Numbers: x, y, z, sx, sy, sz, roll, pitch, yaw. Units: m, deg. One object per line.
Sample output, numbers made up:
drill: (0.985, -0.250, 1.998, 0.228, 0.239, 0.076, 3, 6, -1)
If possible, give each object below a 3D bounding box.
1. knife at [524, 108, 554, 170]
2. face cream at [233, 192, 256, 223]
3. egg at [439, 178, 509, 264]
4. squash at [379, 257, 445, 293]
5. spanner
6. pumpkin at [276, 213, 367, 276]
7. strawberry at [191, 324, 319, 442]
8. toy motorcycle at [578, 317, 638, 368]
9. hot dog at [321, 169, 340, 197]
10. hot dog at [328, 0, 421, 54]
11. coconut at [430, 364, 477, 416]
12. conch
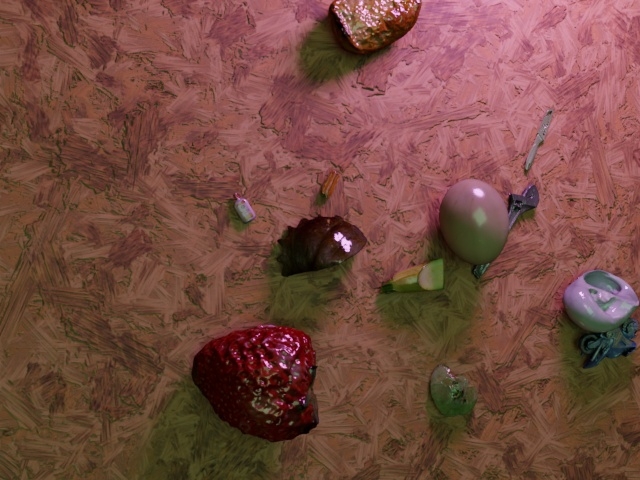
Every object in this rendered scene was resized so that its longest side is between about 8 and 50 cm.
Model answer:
knife: (0.648, -0.298, 1.922, 0.030, 0.014, 0.207, 24, 84, -8)
face cream: (-0.209, -0.088, 1.749, 0.040, 0.021, 0.083, -32, 94, -11)
egg: (0.423, -0.049, 1.788, 0.185, 0.186, 0.242, -13, 97, -11)
squash: (0.260, 0.112, 1.810, 0.200, 0.075, 0.090, -16, 118, -9)
spanner: (0.536, -0.029, 1.893, 0.093, 0.026, 0.326, 34, 85, -10)
pumpkin: (0.000, 0.000, 1.728, 0.253, 0.149, 0.131, -25, 102, -9)
strawberry: (-0.155, 0.354, 1.628, 0.309, 0.291, 0.292, 1, 89, -18)
toy motorcycle: (0.860, 0.305, 1.929, 0.205, 0.076, 0.114, -18, 100, -10)
hot dog: (0.026, -0.155, 1.797, 0.037, 0.021, 0.083, 33, 80, -30)
hot dog: (0.147, -0.614, 1.783, 0.259, 0.114, 0.175, -25, 89, -12)
coconut: (0.378, 0.437, 1.839, 0.158, 0.055, 0.133, 26, 83, -8)
conch: (0.808, 0.176, 1.892, 0.221, 0.121, 0.185, -3, 77, -16)
